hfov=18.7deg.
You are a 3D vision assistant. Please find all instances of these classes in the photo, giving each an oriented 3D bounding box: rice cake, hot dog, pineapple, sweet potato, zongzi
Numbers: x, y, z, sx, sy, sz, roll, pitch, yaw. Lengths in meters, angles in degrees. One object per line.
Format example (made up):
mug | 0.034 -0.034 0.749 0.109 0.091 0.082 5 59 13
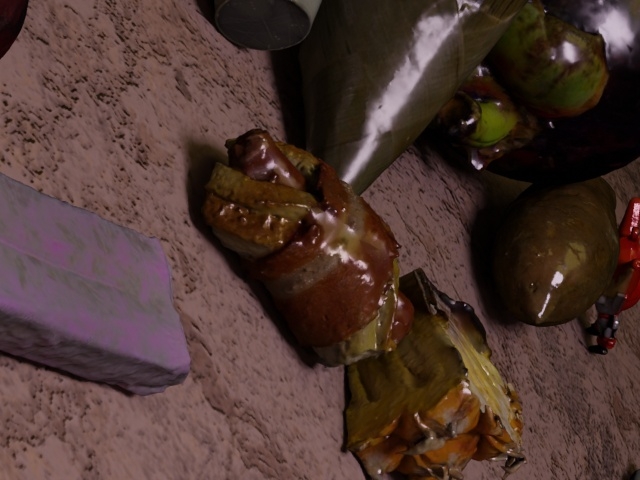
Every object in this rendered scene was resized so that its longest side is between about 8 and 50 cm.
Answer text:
rice cake | -0.178 0.017 1.148 0.298 0.050 0.106 26 43 -56
hot dog | 0.000 0.000 1.483 0.213 0.103 0.146 50 27 -28
pineapple | 0.089 0.118 1.577 0.186 0.114 0.236 66 13 6
sweet potato | 0.249 -0.009 2.016 0.130 0.130 0.422 61 17 -8
zongzi | 0.104 -0.195 1.642 0.160 0.323 0.360 37 39 -26

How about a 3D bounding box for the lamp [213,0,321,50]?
lamp | -0.038 -0.270 1.647 0.121 0.121 0.215 42 44 -43

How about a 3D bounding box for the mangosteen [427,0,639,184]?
mangosteen | 0.217 -0.180 1.891 0.306 0.306 0.359 51 34 -29

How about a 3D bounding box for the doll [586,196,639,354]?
doll | 0.320 0.049 2.078 0.109 0.057 0.169 -81 176 -48

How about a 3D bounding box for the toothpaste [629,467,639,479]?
toothpaste | 0.322 0.283 1.973 0.062 0.037 0.216 58 27 -15

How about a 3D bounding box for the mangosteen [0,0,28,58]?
mangosteen | -0.240 -0.150 1.117 0.140 0.140 0.140 47 28 -35
